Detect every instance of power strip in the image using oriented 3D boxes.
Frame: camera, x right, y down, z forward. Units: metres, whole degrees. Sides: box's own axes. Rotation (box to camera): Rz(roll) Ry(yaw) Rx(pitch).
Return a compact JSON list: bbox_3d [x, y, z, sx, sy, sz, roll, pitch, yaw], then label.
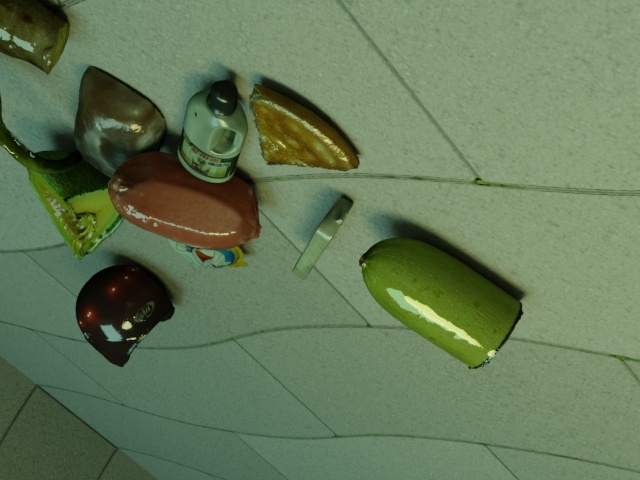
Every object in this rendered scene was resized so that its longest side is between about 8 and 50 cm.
[{"bbox_3d":[0.000,0.000,1.706,0.029,0.080,0.227,33,153,1],"label":"power strip"}]

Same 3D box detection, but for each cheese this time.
[{"bbox_3d":[-0.241,-0.023,1.910,0.270,0.069,0.177,39,155,-30],"label":"cheese"}]

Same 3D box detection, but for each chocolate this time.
[{"bbox_3d":[-0.350,-0.167,1.779,0.156,0.080,0.254,31,154,-1],"label":"chocolate"}]

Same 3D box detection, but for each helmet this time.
[{"bbox_3d":[-0.424,0.151,2.286,0.216,0.189,0.193,11,139,42],"label":"helmet"}]

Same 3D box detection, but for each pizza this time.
[{"bbox_3d":[-0.032,-0.142,1.544,0.184,0.036,0.176,30,156,-3],"label":"pizza"}]

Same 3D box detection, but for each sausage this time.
[{"bbox_3d":[-0.214,-0.064,1.734,0.254,0.148,0.148,22,154,-1],"label":"sausage"}]

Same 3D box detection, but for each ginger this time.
[{"bbox_3d":[-0.499,-0.344,1.598,0.262,0.109,0.116,29,140,1],"label":"ginger"}]

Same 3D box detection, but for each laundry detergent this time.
[{"bbox_3d":[-0.157,-0.169,1.591,0.099,0.070,0.226,38,153,4],"label":"laundry detergent"}]

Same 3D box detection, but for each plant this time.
[{"bbox_3d":[-0.515,-0.203,1.711,0.333,0.251,0.180,33,126,-21],"label":"plant"}]

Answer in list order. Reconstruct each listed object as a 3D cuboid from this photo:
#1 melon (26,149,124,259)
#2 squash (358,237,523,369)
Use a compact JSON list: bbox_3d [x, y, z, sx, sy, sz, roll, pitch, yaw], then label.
[{"bbox_3d":[-0.454,-0.100,1.978,0.169,0.129,0.265,49,161,13],"label":"melon"},{"bbox_3d":[0.171,0.079,1.615,0.247,0.133,0.132,35,153,-6],"label":"squash"}]
